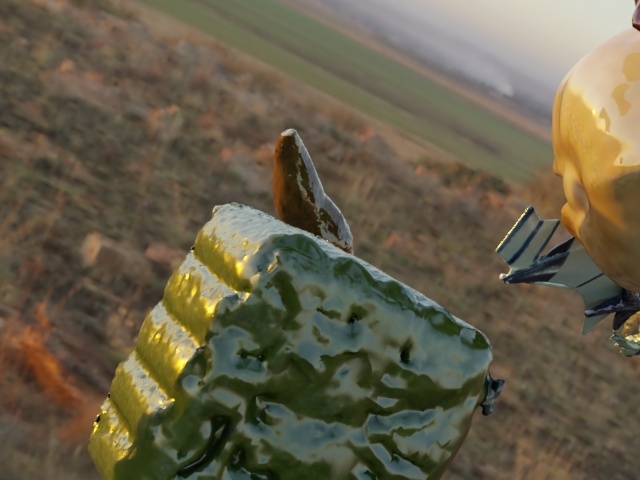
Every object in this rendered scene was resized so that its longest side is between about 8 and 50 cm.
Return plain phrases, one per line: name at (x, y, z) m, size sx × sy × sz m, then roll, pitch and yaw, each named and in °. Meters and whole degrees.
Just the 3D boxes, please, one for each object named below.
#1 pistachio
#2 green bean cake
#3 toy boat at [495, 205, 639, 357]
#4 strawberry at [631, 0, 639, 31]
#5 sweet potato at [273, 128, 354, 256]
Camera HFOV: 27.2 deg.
pistachio at (0.298, -0.070, 1.040) m, size 0.309 × 0.229 × 0.230 m, roll -12°, pitch 37°, yaw -41°
green bean cake at (-0.022, 0.127, 1.019) m, size 0.247 × 0.250 × 0.156 m, roll 30°, pitch 0°, yaw -28°
toy boat at (0.289, 0.037, 1.233) m, size 0.292 × 0.210 × 0.070 m, roll -11°, pitch 42°, yaw -16°
strawberry at (0.250, -0.130, 0.680) m, size 0.188 × 0.286 × 0.106 m, roll -6°, pitch -22°, yaw 26°
sweet potato at (0.000, 0.000, 1.370) m, size 0.067 × 0.067 × 0.273 m, roll 43°, pitch -23°, yaw 54°
